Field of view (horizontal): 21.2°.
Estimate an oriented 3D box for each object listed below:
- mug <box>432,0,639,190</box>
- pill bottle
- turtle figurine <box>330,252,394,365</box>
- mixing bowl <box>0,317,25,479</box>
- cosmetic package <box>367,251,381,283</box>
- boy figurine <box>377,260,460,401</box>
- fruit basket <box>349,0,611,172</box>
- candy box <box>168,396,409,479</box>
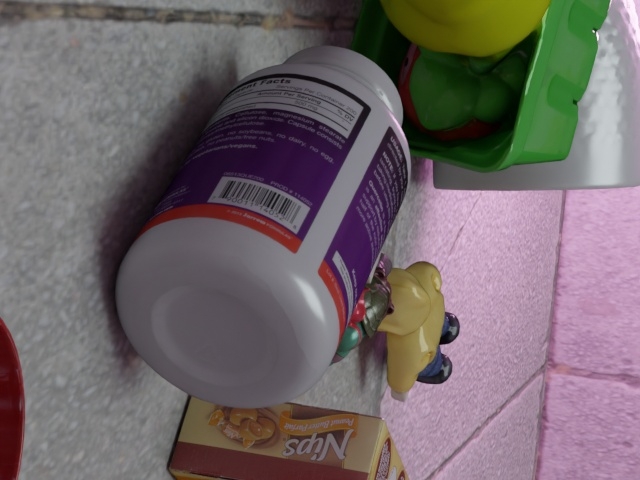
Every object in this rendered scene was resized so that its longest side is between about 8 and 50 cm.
[{"bbox_3d":[0.269,-0.236,2.263,0.374,0.276,0.328,-165,-107,-77],"label":"mug"},{"bbox_3d":[-0.033,-0.025,1.425,0.323,0.181,0.181,-63,155,-47],"label":"pill bottle"},{"bbox_3d":[0.018,0.058,1.764,0.234,0.118,0.175,-67,158,-57],"label":"turtle figurine"},{"bbox_3d":[-0.245,0.117,0.930,0.181,0.098,0.181,7,90,-73],"label":"mixing bowl"},{"bbox_3d":[0.000,0.000,1.659,0.041,0.115,0.060,76,27,-51],"label":"cosmetic package"},{"bbox_3d":[0.107,0.107,2.105,0.285,0.092,0.177,44,55,-68],"label":"boy figurine"},{"bbox_3d":[0.141,-0.261,1.729,0.392,0.283,0.392,-18,115,-43],"label":"fruit basket"},{"bbox_3d":[-0.008,0.251,1.623,0.316,0.183,0.087,68,32,-58],"label":"candy box"}]
